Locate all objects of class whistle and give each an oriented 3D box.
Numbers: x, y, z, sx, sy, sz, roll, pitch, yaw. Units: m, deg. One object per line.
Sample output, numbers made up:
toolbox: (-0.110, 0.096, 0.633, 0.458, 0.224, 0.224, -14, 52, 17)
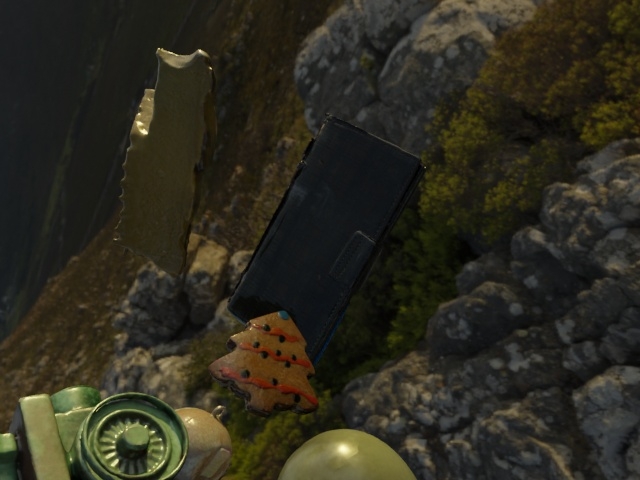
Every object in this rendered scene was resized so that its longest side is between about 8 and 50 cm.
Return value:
whistle: (-0.323, 0.495, 1.283, 0.348, 0.189, 0.189, -53, 29, -13)

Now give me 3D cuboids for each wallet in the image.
wallet: (0.000, 0.000, 0.815, 0.169, 0.044, 0.317, 30, 96, 25)

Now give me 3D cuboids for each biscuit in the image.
biscuit: (-0.052, 0.123, 0.625, 0.019, 0.119, 0.130, -55, 19, 40)

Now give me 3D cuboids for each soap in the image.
soap: (-0.294, -0.144, 1.144, 0.304, 0.169, 0.339, 107, 170, -59)

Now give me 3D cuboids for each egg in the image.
egg: (0.056, 0.474, 0.966, 0.258, 0.258, 0.352, 21, 127, 58)

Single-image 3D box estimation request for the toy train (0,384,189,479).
toy train: (-0.190, 0.240, 0.409, 0.304, 0.221, 0.150, 56, 129, 35)
